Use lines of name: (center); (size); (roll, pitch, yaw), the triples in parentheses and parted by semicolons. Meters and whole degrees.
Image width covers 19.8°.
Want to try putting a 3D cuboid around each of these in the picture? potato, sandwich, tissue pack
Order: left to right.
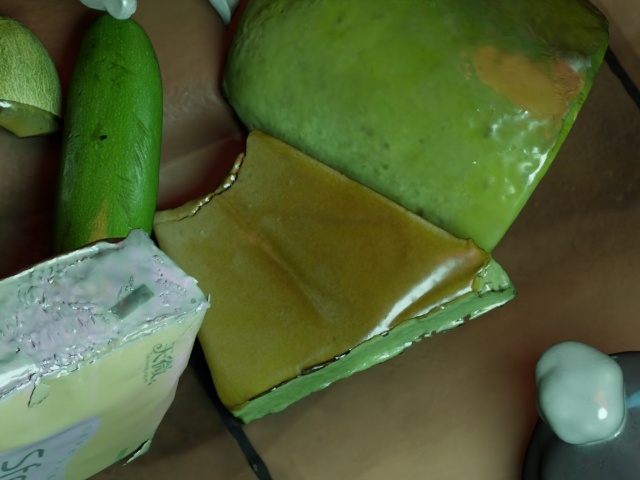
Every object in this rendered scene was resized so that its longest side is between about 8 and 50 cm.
tissue pack: (-0.207, 0.102, 1.297); (0.215, 0.257, 0.123); (-25, 71, -24)
sandwich: (0.000, 0.000, 1.452); (0.245, 0.063, 0.212); (-26, 72, 5)
potato: (0.077, -0.168, 1.527); (0.280, 0.213, 0.330); (28, 60, -1)

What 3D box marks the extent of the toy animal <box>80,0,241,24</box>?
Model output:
toy animal: (-0.127, -0.248, 1.535); (0.181, 0.127, 0.131); (-15, 79, -36)

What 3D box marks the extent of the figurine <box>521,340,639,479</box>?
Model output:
figurine: (0.332, 0.185, 1.425); (0.364, 0.206, 0.218); (-6, 66, -17)

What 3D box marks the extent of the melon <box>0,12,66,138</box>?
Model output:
melon: (-0.281, -0.143, 1.494); (0.160, 0.079, 0.128); (2, 66, -13)

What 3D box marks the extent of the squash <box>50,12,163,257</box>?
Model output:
squash: (-0.170, -0.069, 1.475); (0.082, 0.082, 0.293); (9, 57, -11)
